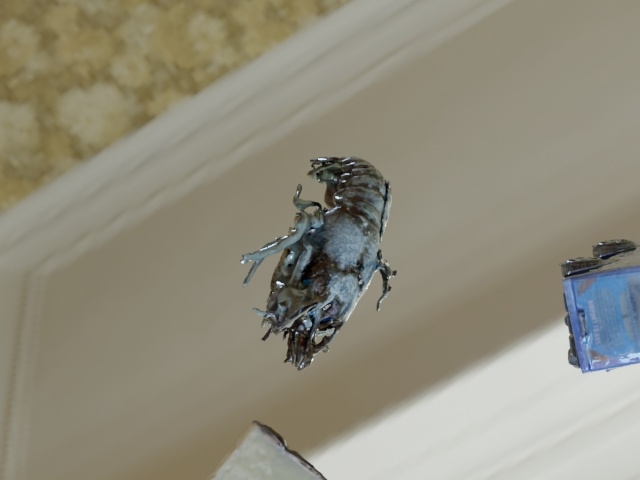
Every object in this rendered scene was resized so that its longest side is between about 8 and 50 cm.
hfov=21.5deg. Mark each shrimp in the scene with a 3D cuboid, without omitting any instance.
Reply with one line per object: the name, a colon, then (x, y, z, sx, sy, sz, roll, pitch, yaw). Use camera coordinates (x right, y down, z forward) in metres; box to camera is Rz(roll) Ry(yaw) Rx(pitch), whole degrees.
shrimp: (0.004, -0.003, 0.950, 0.076, 0.082, 0.174, -28, -155, 31)

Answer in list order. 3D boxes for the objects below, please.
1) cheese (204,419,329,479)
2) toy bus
cheese: (0.073, 0.304, 1.393, 0.085, 0.400, 0.034, -52, -175, -25)
toy bus: (0.234, 0.043, 1.218, 0.094, 0.079, 0.236, -4, -175, 22)
